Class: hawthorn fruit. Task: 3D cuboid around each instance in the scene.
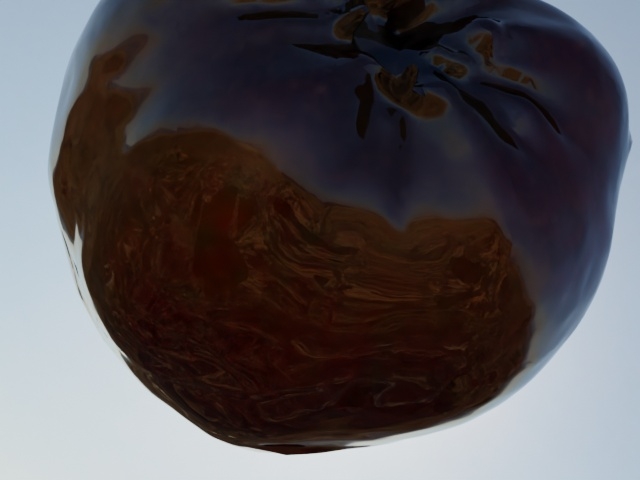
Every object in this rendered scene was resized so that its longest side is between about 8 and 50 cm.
[{"bbox_3d":[0.000,0.000,0.524,0.208,0.208,0.248,28,-40,10],"label":"hawthorn fruit"}]
